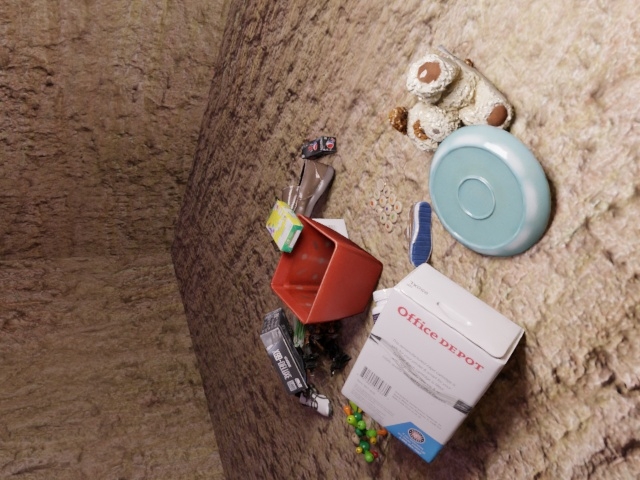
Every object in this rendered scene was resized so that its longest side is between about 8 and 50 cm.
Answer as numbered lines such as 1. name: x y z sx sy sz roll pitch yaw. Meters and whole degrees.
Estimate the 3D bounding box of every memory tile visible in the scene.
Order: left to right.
1. memory tile: 0.199 -0.109 1.657 0.148 0.012 0.113 61 141 40

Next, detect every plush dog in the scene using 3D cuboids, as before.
1. plush dog: 0.294 -0.315 1.300 0.225 0.262 0.210 -56 11 34

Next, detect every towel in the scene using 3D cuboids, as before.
1. towel: -0.073 0.210 2.058 0.248 0.038 0.324 -104 19 -74

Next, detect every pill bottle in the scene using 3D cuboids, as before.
1. pill bottle: 0.210 0.240 1.567 0.108 0.108 0.193 -33 64 57

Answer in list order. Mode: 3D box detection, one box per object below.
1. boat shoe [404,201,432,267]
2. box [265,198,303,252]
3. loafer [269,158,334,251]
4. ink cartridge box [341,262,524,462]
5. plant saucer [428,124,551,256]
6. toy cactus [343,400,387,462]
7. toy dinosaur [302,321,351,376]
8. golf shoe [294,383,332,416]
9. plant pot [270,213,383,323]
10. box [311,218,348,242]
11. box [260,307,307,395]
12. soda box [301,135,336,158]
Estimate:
1. boat shoe: 0.269 -0.016 1.495 0.066 0.066 0.183 -176 94 -66
2. box: -0.122 -0.052 1.744 0.105 0.043 0.179 -62 37 21
3. loafer: -0.089 -0.129 1.890 0.365 0.130 0.134 -62 11 -16
4. ink cartridge box: 0.260 0.299 1.317 0.285 0.166 0.394 35 128 20
5. plant saucer: 0.362 -0.102 1.224 0.318 0.044 0.317 32 136 38
6. toy cactus: 0.137 0.622 1.764 0.180 0.112 0.219 93 154 -50
7. toy dinosaur: 0.008 0.367 1.952 0.218 0.164 0.321 -109 6 -53
8. golf shoe: -0.028 0.614 2.043 0.198 0.094 0.077 19 107 58
9. plant pot: 0.034 0.102 1.711 0.267 0.236 0.267 39 111 54
10. box: 0.000 0.000 1.903 0.170 0.130 0.091 -45 52 54
11. box: -0.132 0.404 2.012 0.307 0.077 0.242 -105 -9 -84
12. soda box: -0.007 -0.336 1.963 0.169 0.060 0.053 -5 87 62
